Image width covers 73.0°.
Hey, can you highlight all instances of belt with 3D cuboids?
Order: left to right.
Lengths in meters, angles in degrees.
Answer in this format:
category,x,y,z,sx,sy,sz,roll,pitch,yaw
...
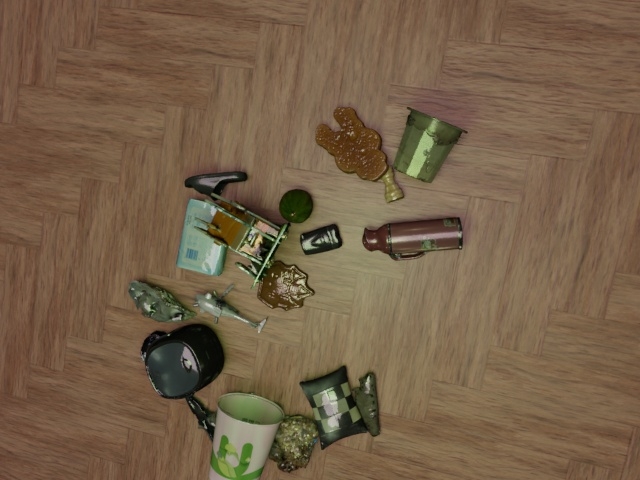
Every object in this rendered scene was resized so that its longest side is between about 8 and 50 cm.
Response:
category,x,y,z,sx,sy,sz,roll,pitch,yaw
belt,-0.654,0.429,1.723,0.105,0.058,0.140,23,95,2

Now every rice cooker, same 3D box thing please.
category,x,y,z,sx,sy,sz,roll,pitch,yaw
rice cooker,-0.501,0.444,1.611,0.266,0.224,0.268,1,96,9

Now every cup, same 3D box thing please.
category,x,y,z,sx,sy,sz,roll,pitch,yaw
cup,-0.282,0.724,1.565,0.252,0.253,0.274,15,91,9

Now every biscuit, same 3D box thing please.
category,x,y,z,sx,sy,sz,roll,pitch,yaw
biscuit,-0.127,0.174,1.612,0.215,0.034,0.183,11,97,10
biscuit,0.116,-0.325,1.504,0.186,0.044,0.295,-40,76,15

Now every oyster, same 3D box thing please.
category,x,y,z,sx,sy,sz,roll,pitch,yaw
oyster,-0.635,0.236,1.688,0.251,0.087,0.200,-11,102,19
oyster,-0.103,0.764,1.632,0.259,0.092,0.198,-29,85,15

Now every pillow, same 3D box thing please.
category,x,y,z,sx,sy,sz,roll,pitch,yaw
pillow,0.047,0.604,1.569,0.185,0.106,0.250,-20,78,2
pillow,0.165,0.602,1.584,0.093,0.051,0.242,-5,96,20

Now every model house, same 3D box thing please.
category,x,y,z,sx,sy,sz,roll,pitch,yaw
model house,-0.283,-0.013,1.429,0.312,0.357,0.243,26,90,-4

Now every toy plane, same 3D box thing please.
category,x,y,z,sx,sy,sz,roll,pitch,yaw
toy plane,-0.352,0.279,1.630,0.273,0.107,0.182,44,106,0

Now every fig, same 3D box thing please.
category,x,y,z,sx,sy,sz,roll,pitch,yaw
fig,-0.091,-0.117,1.520,0.123,0.156,0.124,2,101,9

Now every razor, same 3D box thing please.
category,x,y,z,sx,sy,sz,roll,pitch,yaw
razor,0.000,0.000,1.563,0.147,0.054,0.090,-16,92,13

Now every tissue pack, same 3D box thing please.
category,x,y,z,sx,sy,sz,roll,pitch,yaw
tissue pack,-0.430,-0.014,1.629,0.176,0.089,0.264,13,95,7

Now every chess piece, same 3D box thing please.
category,x,y,z,sx,sy,sz,roll,pitch,yaw
chess piece,0.243,-0.196,1.500,0.066,0.066,0.122,-17,85,12

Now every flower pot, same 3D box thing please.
category,x,y,z,sx,sy,sz,roll,pitch,yaw
flower pot,0.339,-0.302,1.406,0.212,0.212,0.203,24,106,8

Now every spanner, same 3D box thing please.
category,x,y,z,sx,sy,sz,roll,pitch,yaw
spanner,-0.425,0.736,1.706,0.325,0.040,0.096,47,108,8

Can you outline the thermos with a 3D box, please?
category,x,y,z,sx,sy,sz,roll,pitch,yaw
thermos,0.309,-0.005,1.487,0.329,0.136,0.110,-5,66,11

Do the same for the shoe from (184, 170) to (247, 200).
category,x,y,z,sx,sy,sz,roll,pitch,yaw
shoe,-0.385,-0.196,1.595,0.240,0.108,0.093,-7,90,8
